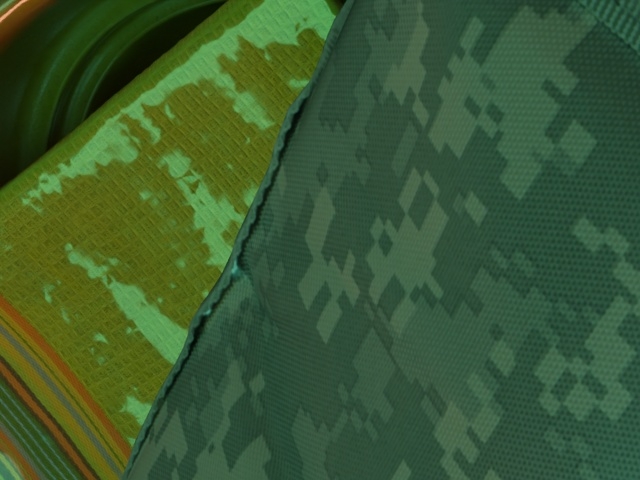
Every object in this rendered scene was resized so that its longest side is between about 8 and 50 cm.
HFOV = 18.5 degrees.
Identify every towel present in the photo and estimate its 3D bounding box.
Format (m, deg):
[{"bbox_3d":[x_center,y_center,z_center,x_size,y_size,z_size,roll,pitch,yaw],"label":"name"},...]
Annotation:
[{"bbox_3d":[-0.051,0.022,0.528,0.102,0.021,0.237,48,129,-9],"label":"towel"}]

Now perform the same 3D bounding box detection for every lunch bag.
[{"bbox_3d":[0.095,0.070,0.384,0.287,0.169,0.235,40,128,18],"label":"lunch bag"}]

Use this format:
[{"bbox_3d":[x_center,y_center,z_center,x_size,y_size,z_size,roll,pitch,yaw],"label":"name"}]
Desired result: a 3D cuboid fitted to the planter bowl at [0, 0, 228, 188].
[{"bbox_3d":[0.000,0.000,0.559,0.217,0.090,0.217,13,125,20],"label":"planter bowl"}]
